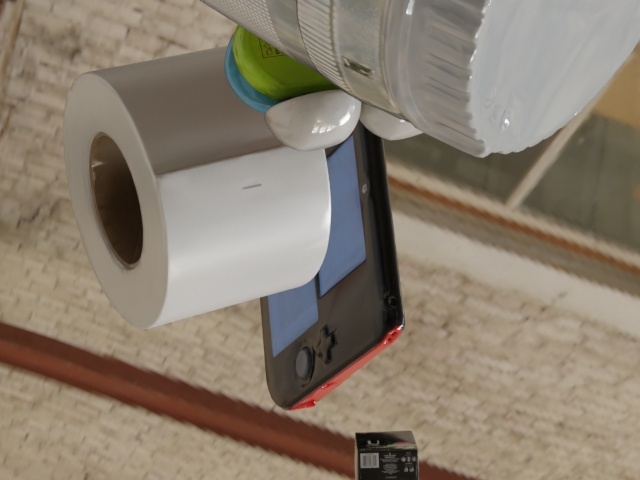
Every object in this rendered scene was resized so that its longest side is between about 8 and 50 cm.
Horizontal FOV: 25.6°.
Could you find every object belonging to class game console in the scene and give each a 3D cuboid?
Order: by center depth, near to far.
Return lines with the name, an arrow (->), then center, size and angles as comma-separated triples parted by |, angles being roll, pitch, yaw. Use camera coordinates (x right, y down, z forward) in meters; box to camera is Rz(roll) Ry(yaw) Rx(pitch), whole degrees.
game console -> 0.000, 0.000, 1.820 | 0.060, 0.342, 0.386 | 4, -115, -22

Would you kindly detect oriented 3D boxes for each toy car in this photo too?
toy car -> 0.004, -0.149, 1.120 | 0.182, 0.136, 0.159 | -10, -95, -29

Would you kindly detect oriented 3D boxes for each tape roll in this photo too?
tape roll -> -0.121, -0.054, 1.332 | 0.169, 0.246, 0.246 | -15, -115, -28

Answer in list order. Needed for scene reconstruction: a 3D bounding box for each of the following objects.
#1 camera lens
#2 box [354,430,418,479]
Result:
camera lens -> 0.024, -0.193, 0.676 | 0.274, 0.219, 0.219 | 34, -131, 26
box -> 0.066, 0.224, 1.410 | 0.062, 0.083, 0.052 | -1, -85, 0
